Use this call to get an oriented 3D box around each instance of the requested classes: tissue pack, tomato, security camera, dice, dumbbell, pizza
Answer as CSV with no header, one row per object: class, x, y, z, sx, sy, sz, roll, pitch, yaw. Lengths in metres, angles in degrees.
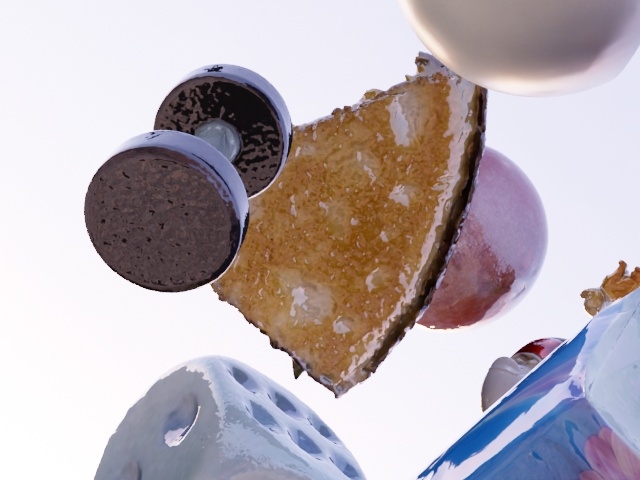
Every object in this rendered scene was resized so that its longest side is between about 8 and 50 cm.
tissue pack,0.139,0.180,0.792,0.146,0.198,0.263,46,-61,7
tomato,0.189,0.001,1.684,0.227,0.270,0.270,37,-31,36
security camera,0.118,-0.198,0.742,0.195,0.194,0.236,96,-21,-52
dice,-0.115,0.326,1.570,0.268,0.262,0.265,35,9,-29
dumbbell,-0.081,-0.046,0.819,0.100,0.191,0.100,4,-66,8
pizza,0.029,0.005,1.485,0.080,0.434,0.392,-130,-157,-60

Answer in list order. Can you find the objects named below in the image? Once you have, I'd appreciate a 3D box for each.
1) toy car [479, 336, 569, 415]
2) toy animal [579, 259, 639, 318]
toy car,0.220,0.172,1.300,0.112,0.112,0.139,2,-90,57
toy animal,0.349,0.069,1.449,0.081,0.083,0.060,33,-8,22
